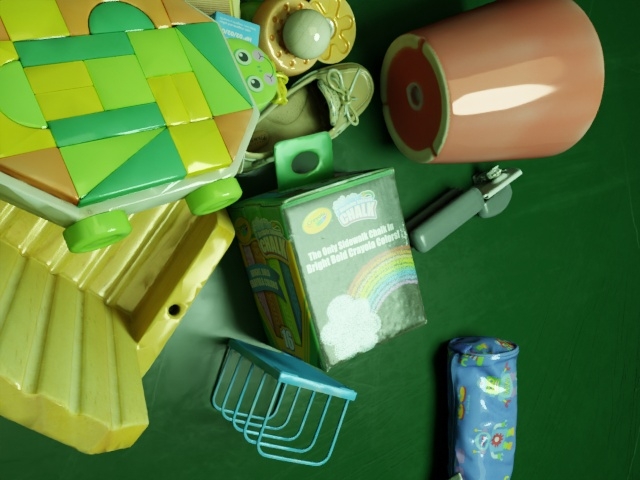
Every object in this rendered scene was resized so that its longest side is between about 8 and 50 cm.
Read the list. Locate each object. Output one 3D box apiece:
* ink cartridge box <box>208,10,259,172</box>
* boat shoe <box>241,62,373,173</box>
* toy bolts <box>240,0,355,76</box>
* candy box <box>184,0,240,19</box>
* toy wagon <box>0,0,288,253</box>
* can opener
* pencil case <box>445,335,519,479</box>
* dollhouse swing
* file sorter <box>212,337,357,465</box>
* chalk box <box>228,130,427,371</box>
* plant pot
[{"bbox_3d":[-0.135,-0.177,0.707,0.062,0.104,0.181,6,90,-35],"label":"ink cartridge box"},{"bbox_3d":[-0.018,-0.179,0.813,0.285,0.089,0.104,-37,110,-24],"label":"boat shoe"},{"bbox_3d":[-0.002,-0.338,0.750,0.219,0.159,0.228,-14,111,-35],"label":"toy bolts"},{"bbox_3d":[-0.251,-0.369,0.666,0.317,0.088,0.182,3,91,-32],"label":"candy box"},{"bbox_3d":[-0.167,-0.151,0.552,0.345,0.068,0.267,-22,87,-35],"label":"toy wagon"},{"bbox_3d":[0.255,-0.053,0.992,0.281,0.074,0.093,-30,108,-26],"label":"can opener"},{"bbox_3d":[0.277,0.323,0.995,0.133,0.119,0.305,2,91,-29],"label":"pencil case"},{"bbox_3d":[-0.251,-0.026,0.557,0.347,0.305,0.315,39,73,-25],"label":"dollhouse swing"},{"bbox_3d":[-0.059,0.214,0.761,0.118,0.170,0.104,24,84,-30],"label":"file sorter"},{"bbox_3d":[0.000,0.000,0.783,0.180,0.179,0.288,-19,101,-28],"label":"chalk box"},{"bbox_3d":[0.244,-0.239,0.882,0.243,0.275,0.274,-15,100,-19],"label":"plant pot"}]
